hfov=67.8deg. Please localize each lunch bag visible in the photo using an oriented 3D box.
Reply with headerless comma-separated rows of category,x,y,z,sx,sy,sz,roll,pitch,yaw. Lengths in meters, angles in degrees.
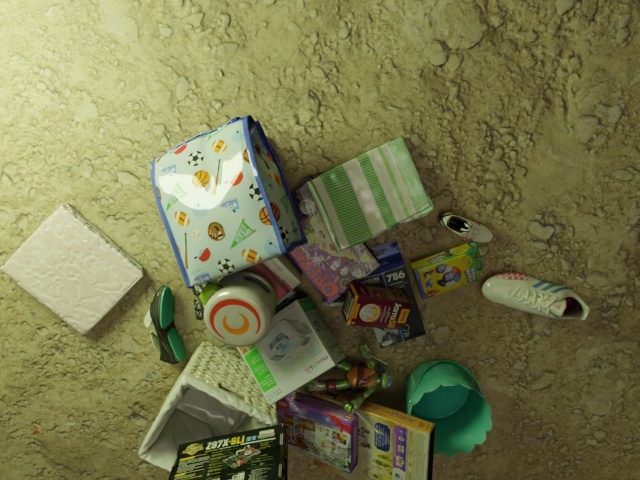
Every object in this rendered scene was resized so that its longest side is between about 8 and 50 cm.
lunch bag,-0.258,-0.111,1.316,0.327,0.239,0.386,-21,93,15

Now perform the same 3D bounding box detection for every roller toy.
roller toy,-0.225,0.194,1.367,0.191,0.146,0.210,-9,114,9

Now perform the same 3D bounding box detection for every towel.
towel,-0.779,0.096,1.508,0.317,0.053,0.332,-43,103,9
towel,0.148,-0.133,1.419,0.324,0.038,0.248,-25,92,-4

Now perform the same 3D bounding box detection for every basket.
basket,-0.345,0.569,1.544,0.328,0.266,0.331,30,103,-9

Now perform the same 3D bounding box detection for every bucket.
bucket,0.414,0.551,1.598,0.281,0.183,0.281,-1,107,-2

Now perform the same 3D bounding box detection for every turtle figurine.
turtle figurine,0.096,0.437,1.528,0.266,0.275,0.198,4,106,13

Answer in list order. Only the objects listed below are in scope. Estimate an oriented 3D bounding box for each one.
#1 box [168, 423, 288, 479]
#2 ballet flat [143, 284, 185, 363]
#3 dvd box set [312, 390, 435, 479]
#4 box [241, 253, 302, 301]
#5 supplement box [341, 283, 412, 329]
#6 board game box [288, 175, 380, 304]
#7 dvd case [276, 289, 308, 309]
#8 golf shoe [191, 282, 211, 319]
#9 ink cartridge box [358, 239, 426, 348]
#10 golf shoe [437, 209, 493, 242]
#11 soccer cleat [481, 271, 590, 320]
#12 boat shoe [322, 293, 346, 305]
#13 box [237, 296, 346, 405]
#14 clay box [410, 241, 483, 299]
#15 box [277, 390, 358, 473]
box,-0.251,0.641,1.297,0.321,0.257,0.079,-12,106,0
ballet flat,-0.519,0.281,1.549,0.096,0.095,0.281,-3,107,12
dvd box set,0.164,0.683,1.581,0.420,0.062,0.308,8,109,30
box,-0.190,0.131,1.491,0.232,0.127,0.149,-41,102,10
supplement box,0.171,0.204,1.458,0.188,0.081,0.104,8,113,-15
board game box,0.000,0.000,1.470,0.208,0.056,0.347,-38,93,13
dvd case,-0.097,0.193,1.524,0.087,0.119,0.013,-40,68,10
golf shoe,-0.367,0.158,1.531,0.093,0.077,0.198,-7,113,-10
ink cartridge box,0.220,0.178,1.548,0.165,0.065,0.333,-19,105,5
golf shoe,0.456,-0.032,1.480,0.186,0.086,0.068,20,104,-8
soccer cleat,0.690,0.181,1.516,0.331,0.143,0.116,9,106,-4
boat shoe,0.070,0.186,1.541,0.142,0.049,0.040,-5,100,23
box,-0.095,0.346,1.504,0.262,0.126,0.231,-35,77,16
clay box,0.411,0.096,1.517,0.221,0.053,0.128,-20,123,6
box,-0.013,0.634,1.604,0.293,0.057,0.201,9,109,30
